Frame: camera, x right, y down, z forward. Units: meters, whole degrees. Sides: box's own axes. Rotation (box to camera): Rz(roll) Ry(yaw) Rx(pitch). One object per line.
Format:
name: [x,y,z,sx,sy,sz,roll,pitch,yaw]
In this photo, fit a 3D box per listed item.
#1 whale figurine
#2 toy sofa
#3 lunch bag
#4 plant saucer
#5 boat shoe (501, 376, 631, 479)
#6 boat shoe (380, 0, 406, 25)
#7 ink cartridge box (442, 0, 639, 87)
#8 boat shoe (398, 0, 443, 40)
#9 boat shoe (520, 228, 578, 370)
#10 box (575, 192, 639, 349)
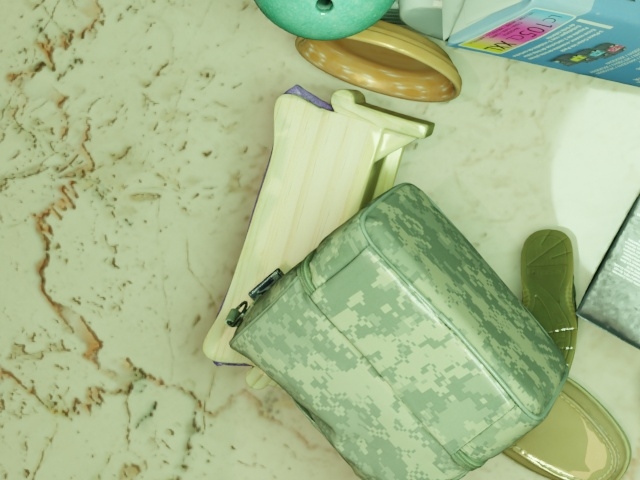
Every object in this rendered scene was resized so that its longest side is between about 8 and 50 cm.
whale figurine: [-0.003,-0.325,1.652,0.216,0.141,0.272,-5,136,6]
toy sofa: [0.000,0.000,1.884,0.177,0.150,0.363,17,97,7]
lunch bag: [0.073,0.124,1.708,0.256,0.212,0.305,-42,89,24]
plant saucer: [0.070,-0.213,1.838,0.200,0.200,0.037,15,80,10]
boat shoe: [0.210,0.186,1.873,0.341,0.110,0.122,33,99,8]
boat shoe: [0.150,-0.297,1.881,0.226,0.083,0.076,3,84,0]
ink cartridge box: [0.317,-0.313,1.647,0.151,0.395,0.270,-17,70,52]
boat shoe: [0.262,-0.294,1.777,0.367,0.136,0.157,4,82,-16]
boat shoe: [0.262,0.098,1.831,0.080,0.073,0.224,-3,61,19]
box: [0.369,0.029,1.807,0.093,0.156,0.158,28,99,10]
